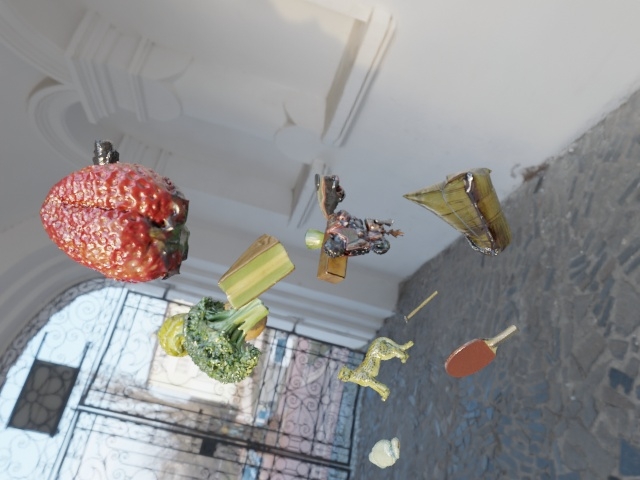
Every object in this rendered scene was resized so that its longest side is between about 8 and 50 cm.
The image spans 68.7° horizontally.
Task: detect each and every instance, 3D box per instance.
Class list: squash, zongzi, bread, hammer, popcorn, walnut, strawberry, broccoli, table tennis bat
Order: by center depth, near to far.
[{"bbox_3d":[-0.130,0.058,0.885,0.139,0.074,0.084,-37,22,-15],"label":"bread"},{"bbox_3d":[-0.425,-0.034,0.990,0.238,0.288,0.250,147,124,-74],"label":"strawberry"},{"bbox_3d":[0.429,0.293,1.247,0.220,0.130,0.019,-38,37,12],"label":"table tennis bat"},{"bbox_3d":[0.430,-0.074,1.498,0.300,0.286,0.138,-13,17,43],"label":"zongzi"},{"bbox_3d":[-0.317,0.338,1.630,0.375,0.301,0.249,41,146,52],"label":"broccoli"},{"bbox_3d":[-0.331,0.331,1.945,0.193,0.225,0.193,-8,-90,-76],"label":"walnut"},{"bbox_3d":[-0.602,0.417,2.065,0.183,0.221,0.204,41,116,36],"label":"popcorn"},{"bbox_3d":[0.462,0.298,2.148,0.199,0.013,0.062,-41,-36,-5],"label":"hammer"},{"bbox_3d":[0.006,-0.004,2.184,0.105,0.132,0.105,-15,-73,-62],"label":"squash"}]

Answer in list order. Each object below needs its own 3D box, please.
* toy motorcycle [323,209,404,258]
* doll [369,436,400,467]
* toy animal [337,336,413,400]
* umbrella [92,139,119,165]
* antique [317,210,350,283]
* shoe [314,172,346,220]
[{"bbox_3d":[0.191,-0.031,1.917,0.134,0.400,0.207,119,143,-57],"label":"toy motorcycle"},{"bbox_3d":[0.270,0.895,1.969,0.104,0.071,0.214,57,133,27],"label":"doll"},{"bbox_3d":[0.145,0.314,1.221,0.181,0.136,0.073,-58,-16,-10],"label":"toy animal"},{"bbox_3d":[-0.767,-0.202,1.698,0.090,0.094,0.326,-33,-48,-57],"label":"umbrella"},{"bbox_3d":[0.064,0.021,1.986,0.087,0.093,0.310,-35,40,55],"label":"antique"},{"bbox_3d":[0.052,-0.213,2.226,0.291,0.137,0.114,79,179,-51],"label":"shoe"}]
